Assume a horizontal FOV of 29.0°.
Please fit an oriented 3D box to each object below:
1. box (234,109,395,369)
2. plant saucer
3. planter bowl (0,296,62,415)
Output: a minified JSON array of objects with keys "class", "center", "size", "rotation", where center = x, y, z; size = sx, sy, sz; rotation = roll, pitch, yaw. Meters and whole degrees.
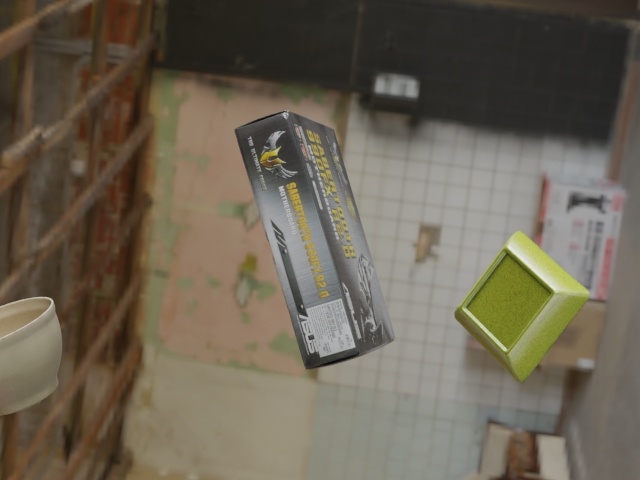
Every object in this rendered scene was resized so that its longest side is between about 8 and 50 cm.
[{"class":"box","center":[0.000,0.000,1.180],"size":[0.183,0.056,0.231],"rotation":[2,-109,-76]},{"class":"plant saucer","center":[0.313,0.102,2.013],"size":[0.188,0.045,0.188],"rotation":[-55,48,14]},{"class":"planter bowl","center":[-0.399,0.155,1.585],"size":[0.162,0.162,0.109],"rotation":[-72,-36,-70]}]
